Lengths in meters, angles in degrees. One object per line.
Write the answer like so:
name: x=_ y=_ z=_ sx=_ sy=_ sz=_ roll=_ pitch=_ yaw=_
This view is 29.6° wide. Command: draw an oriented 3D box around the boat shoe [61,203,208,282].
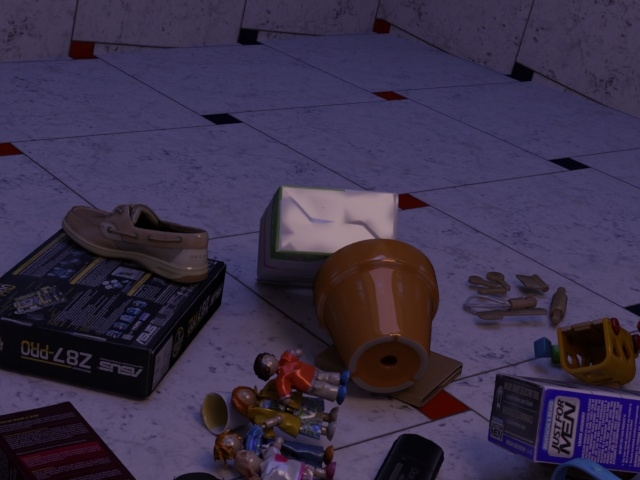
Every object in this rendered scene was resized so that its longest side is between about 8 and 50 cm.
boat shoe: x=-0.314 y=-0.018 z=2.074 sx=0.302 sy=0.098 sz=0.109 roll=20 pitch=22 yaw=29

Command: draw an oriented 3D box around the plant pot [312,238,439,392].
plant pot: x=0.096 y=0.133 z=1.933 sx=0.205 sy=0.205 sz=0.188 roll=4 pitch=40 yaw=-9

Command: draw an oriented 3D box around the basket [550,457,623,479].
basket: x=0.327 y=0.398 z=1.249 sx=0.201 sy=0.289 sz=0.255 roll=-5 pitch=22 yaw=-42

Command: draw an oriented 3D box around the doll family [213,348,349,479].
doll family: x=-0.062 y=0.274 z=1.691 sx=0.163 sy=0.118 sz=0.263 roll=15 pitch=44 yaw=-5

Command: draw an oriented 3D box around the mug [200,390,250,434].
mug: x=-0.135 y=0.246 z=1.784 sx=0.064 sy=0.062 sz=0.078 roll=-2 pitch=29 yaw=-43

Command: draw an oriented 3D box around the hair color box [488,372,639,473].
hair color box: x=0.422 y=0.259 z=1.665 sx=0.339 sy=0.110 sz=0.185 roll=10 pitch=-3 yaw=-11

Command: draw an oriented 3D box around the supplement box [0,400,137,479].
supplement box: x=-0.335 y=0.302 z=1.553 sx=0.130 sy=0.073 sz=0.239 roll=-7 pitch=27 yaw=-34

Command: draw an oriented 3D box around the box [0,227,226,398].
box: x=-0.362 y=0.107 z=2.000 sx=0.318 sy=0.097 sz=0.395 roll=13 pitch=22 yaw=7

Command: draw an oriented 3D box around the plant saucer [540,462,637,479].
plant saucer: x=0.385 y=0.321 z=1.764 sx=0.168 sy=0.029 sz=0.168 roll=8 pitch=4 yaw=-1

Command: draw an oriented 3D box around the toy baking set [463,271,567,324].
toy baking set: x=0.375 y=0.119 z=2.323 sx=0.196 sy=0.030 sz=0.256 roll=8 pitch=21 yaw=8

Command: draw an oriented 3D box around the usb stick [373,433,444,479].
usb stick: x=0.105 y=0.343 z=1.643 sx=0.077 sy=0.045 sz=0.278 roll=20 pitch=24 yaw=11

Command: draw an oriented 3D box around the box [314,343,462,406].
box: x=0.114 y=0.206 z=2.016 sx=0.201 sy=0.021 sz=0.164 roll=20 pitch=26 yaw=25

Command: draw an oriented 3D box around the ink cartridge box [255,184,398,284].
ink cartridge box: x=0.000 y=0.000 z=2.139 sx=0.207 sy=0.119 sz=0.353 roll=4 pitch=-11 yaw=-9

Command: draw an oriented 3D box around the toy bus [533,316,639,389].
toy bus: x=0.478 y=0.203 z=2.037 sx=0.202 sy=0.191 sz=0.104 roll=4 pitch=65 yaw=-9

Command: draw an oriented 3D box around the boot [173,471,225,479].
boot: x=-0.103 y=0.339 z=1.549 sx=0.198 sy=0.077 sz=0.137 roll=7 pitch=17 yaw=-5
